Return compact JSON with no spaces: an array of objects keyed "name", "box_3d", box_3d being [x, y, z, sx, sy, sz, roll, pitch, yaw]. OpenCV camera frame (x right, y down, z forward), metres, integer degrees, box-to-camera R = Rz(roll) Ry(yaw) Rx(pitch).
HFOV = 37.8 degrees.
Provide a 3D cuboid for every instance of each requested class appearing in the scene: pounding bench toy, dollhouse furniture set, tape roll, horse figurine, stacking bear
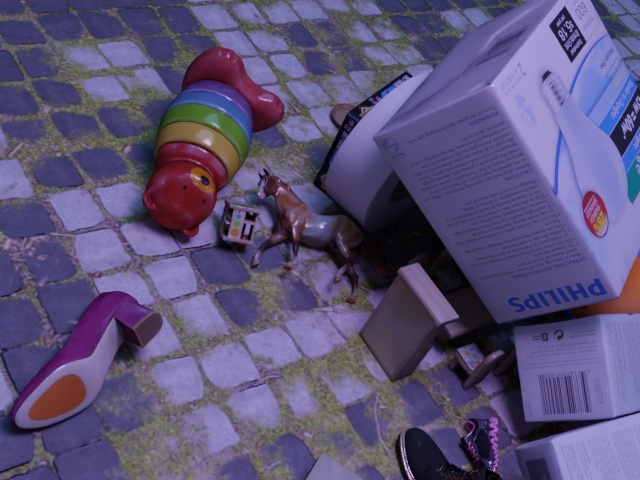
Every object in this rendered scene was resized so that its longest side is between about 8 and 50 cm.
[{"name":"pounding bench toy","box_3d":[-0.136,-0.030,1.512,0.052,0.065,0.083,11,10,-19]},{"name":"dollhouse furniture set","box_3d":[0.207,0.108,1.484,0.242,0.161,0.212,-15,58,-37]},{"name":"tape roll","box_3d":[0.142,-0.151,1.606,0.100,0.286,0.286,45,45,17]},{"name":"horse figurine","box_3d":[0.000,0.000,1.550,0.263,0.066,0.174,19,49,-8]},{"name":"stacking bear","box_3d":[-0.195,-0.142,1.515,0.175,0.164,0.289,44,46,-30]}]

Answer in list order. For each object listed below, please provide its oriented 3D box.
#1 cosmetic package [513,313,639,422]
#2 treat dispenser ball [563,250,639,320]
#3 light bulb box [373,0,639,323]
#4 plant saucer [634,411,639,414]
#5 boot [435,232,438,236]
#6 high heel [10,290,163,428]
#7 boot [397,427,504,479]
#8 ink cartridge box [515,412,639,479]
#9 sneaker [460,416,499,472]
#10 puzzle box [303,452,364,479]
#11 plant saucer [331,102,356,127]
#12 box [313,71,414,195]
[{"name":"cosmetic package","box_3d":[0.417,0.196,1.454,0.183,0.151,0.151,3,77,-49]},{"name":"treat dispenser ball","box_3d":[0.547,0.045,1.633,0.288,0.288,0.288,15,44,-15]},{"name":"light bulb box","box_3d":[0.327,-0.133,1.418,0.361,0.225,0.358,54,48,-17]},{"name":"plant saucer","box_3d":[0.661,0.343,1.542,0.332,0.084,0.332,13,38,-11]},{"name":"boot","box_3d":[0.263,0.003,1.633,0.123,0.095,0.258,19,17,-11]},{"name":"high heel","box_3d":[-0.331,0.150,1.240,0.117,0.082,0.244,17,48,36]},{"name":"boot","box_3d":[0.191,0.320,1.291,0.077,0.137,0.198,-8,54,-34]},{"name":"ink cartridge box","box_3d":[0.483,0.401,1.332,0.385,0.091,0.308,-6,73,-32]},{"name":"sneaker","box_3d":[0.237,0.313,1.399,0.057,0.047,0.119,10,40,1]},{"name":"puzzle box","box_3d":[0.105,0.481,1.154,0.409,0.052,0.272,34,42,5]},{"name":"plant saucer","box_3d":[0.059,-0.237,1.843,0.083,0.015,0.083,15,44,-15]},{"name":"box","box_3d":[0.089,-0.194,1.700,0.051,0.175,0.220,38,43,10]}]
